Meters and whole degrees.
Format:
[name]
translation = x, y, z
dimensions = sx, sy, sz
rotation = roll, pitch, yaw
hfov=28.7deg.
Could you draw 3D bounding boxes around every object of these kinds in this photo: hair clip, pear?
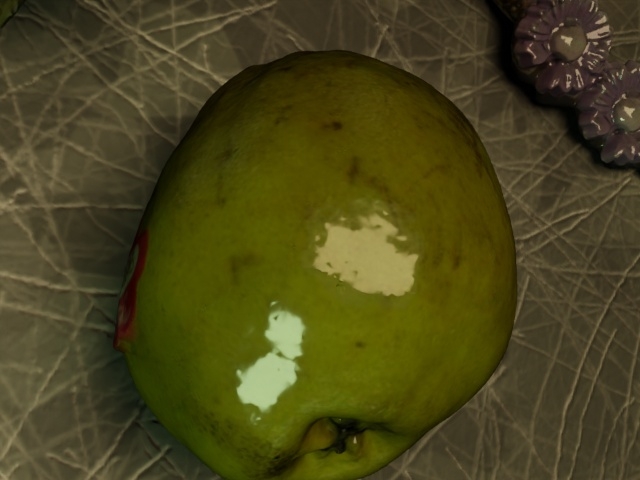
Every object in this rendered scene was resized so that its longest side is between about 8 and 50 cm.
[hair clip]
translation = 0.253, -0.161, 1.205
dimensions = 0.292, 0.084, 0.106
rotation = 45, 80, -16
[pear]
translation = 0.000, 0.000, 0.920
dimensions = 0.287, 0.287, 0.375
rotation = 21, 47, -22

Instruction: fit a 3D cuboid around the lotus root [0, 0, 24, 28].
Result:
[lotus root]
translation = -0.304, -0.190, 0.875
dimensions = 0.173, 0.173, 0.309
rotation = 38, 65, -15
